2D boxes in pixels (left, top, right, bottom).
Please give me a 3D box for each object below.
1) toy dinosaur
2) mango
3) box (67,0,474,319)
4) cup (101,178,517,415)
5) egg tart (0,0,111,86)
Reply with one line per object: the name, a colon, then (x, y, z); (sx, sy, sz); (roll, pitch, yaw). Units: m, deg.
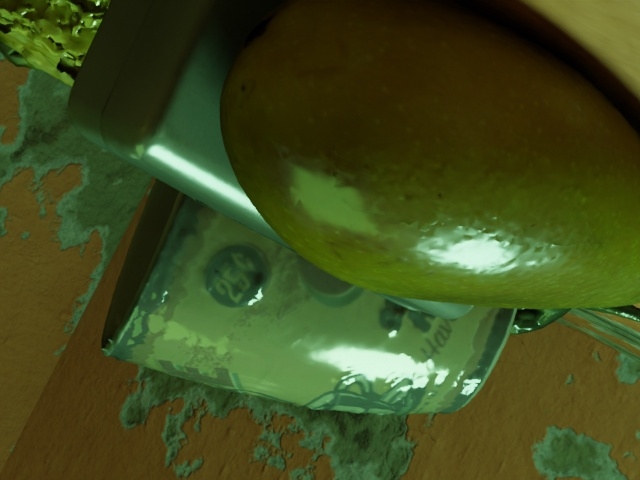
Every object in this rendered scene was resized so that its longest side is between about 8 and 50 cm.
toy dinosaur: (0.246, 0.039, 1.481); (0.179, 0.087, 0.187); (-10, -172, 14)
mango: (0.061, -0.023, 0.573); (0.227, 0.099, 0.136); (17, 162, -37)
box: (0.004, -0.045, 0.656); (0.055, 0.103, 0.244); (21, 175, 40)
cup: (0.000, 0.000, 1.130); (0.257, 0.227, 0.301); (23, -151, -13)
egg tart: (-0.105, -0.114, 0.705); (0.213, 0.090, 0.212); (28, 175, 2)
